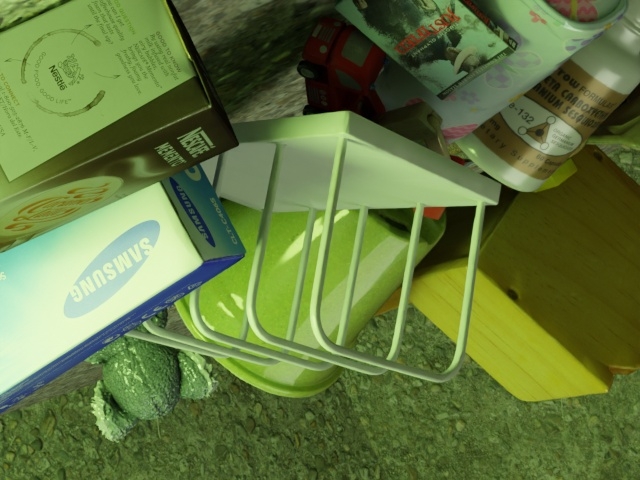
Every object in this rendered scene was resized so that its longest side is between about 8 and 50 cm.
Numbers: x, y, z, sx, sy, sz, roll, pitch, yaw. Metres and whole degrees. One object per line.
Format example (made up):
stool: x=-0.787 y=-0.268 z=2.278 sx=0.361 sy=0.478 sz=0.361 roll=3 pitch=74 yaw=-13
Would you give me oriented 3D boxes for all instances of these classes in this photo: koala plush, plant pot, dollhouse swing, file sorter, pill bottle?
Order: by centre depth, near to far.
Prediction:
file sorter: x=-0.030 y=0.012 z=1.040 sx=0.277 sy=0.173 sz=0.193 roll=0 pitch=165 yaw=44
pill bottle: x=0.231 y=-0.168 z=1.201 sx=0.229 sy=0.131 sz=0.131 roll=-49 pitch=163 yaw=25
plant pot: x=0.000 y=0.000 z=1.469 sx=0.254 sy=0.276 sz=0.276 roll=-43 pitch=164 yaw=33
koala plush: x=-0.256 y=0.142 z=1.672 sx=0.196 sy=0.221 sz=0.203 roll=-22 pitch=173 yaw=-15
dollhouse swing: x=0.242 y=0.063 z=1.679 sx=0.305 sy=0.315 sz=0.347 roll=-45 pitch=-176 yaw=45

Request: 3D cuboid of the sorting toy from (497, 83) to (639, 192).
sorting toy: x=0.365 y=-0.161 z=1.551 sx=0.307 sy=0.041 sz=0.229 roll=-36 pitch=-162 yaw=-11

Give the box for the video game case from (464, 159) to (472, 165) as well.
video game case: x=0.224 y=-0.162 z=1.705 sx=0.244 sy=0.061 sz=0.269 roll=-27 pitch=173 yaw=27

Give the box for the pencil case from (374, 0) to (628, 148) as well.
pencil case: x=0.135 y=-0.174 z=1.063 sx=0.113 sy=0.124 sz=0.273 roll=-54 pitch=-169 yaw=-30

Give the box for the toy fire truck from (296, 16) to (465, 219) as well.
toy fire truck: x=0.055 y=-0.101 z=1.069 sx=0.192 sy=0.135 sz=0.047 roll=84 pitch=28 yaw=-60

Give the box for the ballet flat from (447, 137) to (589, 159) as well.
ballet flat: x=0.203 y=-0.148 z=1.389 sx=0.348 sy=0.123 sz=0.123 roll=-6 pitch=164 yaw=-35

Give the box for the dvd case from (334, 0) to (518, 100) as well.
dvd case: x=0.081 y=-0.167 z=0.974 sx=0.087 sy=0.119 sz=0.013 roll=-30 pitch=-150 yaw=45

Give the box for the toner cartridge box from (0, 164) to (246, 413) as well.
toner cartridge box: x=-0.240 y=0.028 z=0.975 sx=0.348 sy=0.165 sz=0.075 roll=-33 pitch=172 yaw=22

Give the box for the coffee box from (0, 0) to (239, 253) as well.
coffee box: x=-0.189 y=-0.065 z=0.811 sx=0.246 sy=0.098 sz=0.141 roll=-25 pitch=174 yaw=1
